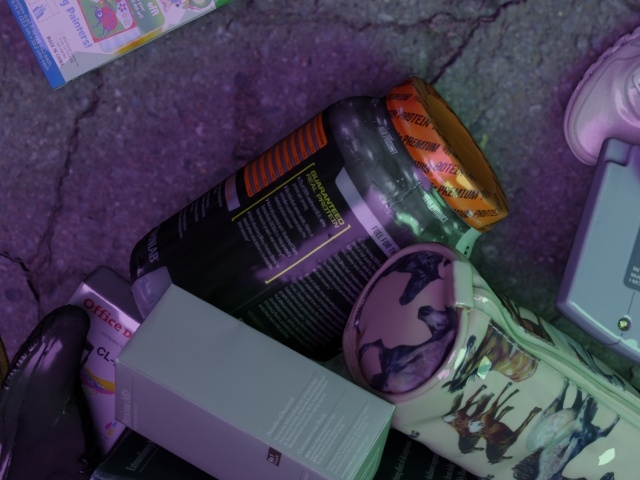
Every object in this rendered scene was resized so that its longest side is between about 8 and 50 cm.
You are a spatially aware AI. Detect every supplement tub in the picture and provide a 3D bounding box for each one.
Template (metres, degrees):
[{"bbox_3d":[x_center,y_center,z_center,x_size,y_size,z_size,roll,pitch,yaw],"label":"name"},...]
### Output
[{"bbox_3d":[0.000,0.000,1.806,0.338,0.207,0.207,-34,95,15],"label":"supplement tub"}]

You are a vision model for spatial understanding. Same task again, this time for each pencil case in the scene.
[{"bbox_3d":[0.203,0.152,1.740,0.183,0.160,0.410,-34,130,30],"label":"pencil case"}]

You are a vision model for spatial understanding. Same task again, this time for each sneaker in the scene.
[{"bbox_3d":[-0.272,0.193,1.882,0.130,0.109,0.286,22,116,-1],"label":"sneaker"},{"bbox_3d":[0.353,-0.168,1.757,0.292,0.118,0.110,-36,97,16],"label":"sneaker"}]

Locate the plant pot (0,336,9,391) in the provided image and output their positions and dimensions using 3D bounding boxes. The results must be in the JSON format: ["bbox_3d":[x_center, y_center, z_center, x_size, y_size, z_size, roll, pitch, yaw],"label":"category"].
[{"bbox_3d":[-0.541,0.197,1.864,0.367,0.353,0.366,2,103,9],"label":"plant pot"}]

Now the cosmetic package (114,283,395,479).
[{"bbox_3d":[-0.062,0.154,1.653,0.238,0.107,0.127,25,148,12],"label":"cosmetic package"}]

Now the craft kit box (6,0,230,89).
[{"bbox_3d":[-0.214,-0.315,1.850,0.247,0.061,0.249,-24,98,16],"label":"craft kit box"}]

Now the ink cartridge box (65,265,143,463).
[{"bbox_3d":[-0.235,0.135,1.944,0.127,0.072,0.175,36,106,1],"label":"ink cartridge box"}]

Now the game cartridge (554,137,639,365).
[{"bbox_3d":[0.377,0.042,1.767,0.297,0.062,0.198,20,86,-11],"label":"game cartridge"}]

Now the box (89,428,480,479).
[{"bbox_3d":[-0.015,0.315,1.834,0.396,0.293,0.212,11,104,7],"label":"box"}]
